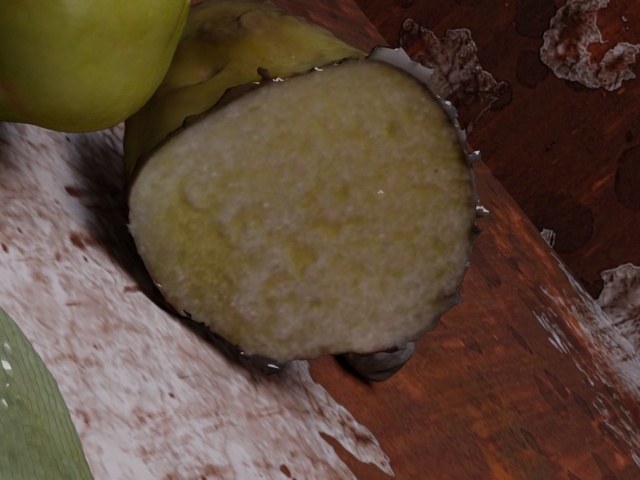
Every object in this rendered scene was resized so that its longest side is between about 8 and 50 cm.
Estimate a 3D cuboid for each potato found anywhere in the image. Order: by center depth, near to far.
[{"bbox_3d":[-0.036,-0.066,1.553,0.237,0.301,0.289,-132,-151,-66],"label":"potato"}]

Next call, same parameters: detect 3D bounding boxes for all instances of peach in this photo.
[{"bbox_3d":[-0.231,-0.232,1.318,0.315,0.281,0.314,-87,172,-62],"label":"peach"}]

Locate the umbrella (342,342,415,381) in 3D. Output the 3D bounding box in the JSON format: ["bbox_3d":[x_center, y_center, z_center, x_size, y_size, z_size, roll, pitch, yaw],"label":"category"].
[{"bbox_3d":[0.000,0.000,1.811,0.073,0.067,0.337,53,7,-50],"label":"umbrella"}]

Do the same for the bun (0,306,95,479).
[{"bbox_3d":[-0.192,0.111,0.908,0.221,0.108,0.221,52,8,-10],"label":"bun"}]
